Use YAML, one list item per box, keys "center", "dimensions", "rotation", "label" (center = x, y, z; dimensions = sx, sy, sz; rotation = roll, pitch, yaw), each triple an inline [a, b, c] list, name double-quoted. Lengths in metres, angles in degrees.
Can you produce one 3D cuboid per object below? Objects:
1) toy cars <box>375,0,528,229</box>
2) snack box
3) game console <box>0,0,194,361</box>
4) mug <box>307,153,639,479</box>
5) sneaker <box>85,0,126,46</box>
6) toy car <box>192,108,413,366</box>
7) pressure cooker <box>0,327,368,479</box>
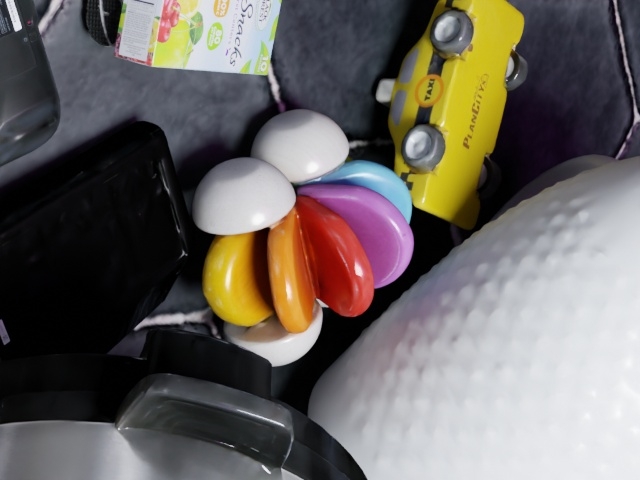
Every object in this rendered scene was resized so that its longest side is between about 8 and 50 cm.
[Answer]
- center: [0.073, -0.201, 1.118]
  dimensions: [0.176, 0.087, 0.394]
  rotation: [-36, 123, -42]
  label: "toy cars"
- center: [-0.078, -0.168, 0.996]
  dimensions: [0.141, 0.037, 0.100]
  rotation: [-6, 112, -60]
  label: "snack box"
- center: [-0.199, -0.072, 0.933]
  dimensions: [0.213, 0.044, 0.361]
  rotation: [-36, 127, -36]
  label: "game console"
- center: [0.195, 0.075, 1.150]
  dimensions: [0.276, 0.374, 0.328]
  rotation: [32, 119, -22]
  label: "mug"
- center: [-0.132, -0.186, 0.972]
  dimensions: [0.043, 0.040, 0.109]
  rotation: [-18, 122, -55]
  label: "sneaker"
- center: [0.000, 0.000, 1.070]
  dimensions: [0.182, 0.136, 0.159]
  rotation: [-45, 131, -43]
  label: "toy car"
- center: [-0.135, 0.274, 0.869]
  dimensions: [0.420, 0.369, 0.375]
  rotation: [-86, 152, -44]
  label: "pressure cooker"
